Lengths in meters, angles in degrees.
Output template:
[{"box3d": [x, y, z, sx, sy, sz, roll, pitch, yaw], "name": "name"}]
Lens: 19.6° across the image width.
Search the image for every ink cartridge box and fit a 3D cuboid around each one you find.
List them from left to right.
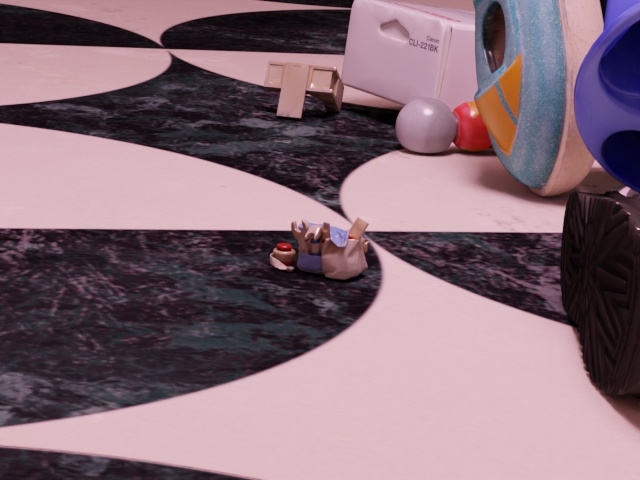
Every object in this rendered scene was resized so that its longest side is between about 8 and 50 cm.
[{"box3d": [0.190, -0.216, 2.262, 0.272, 0.114, 0.197, 2, 14, -36], "name": "ink cartridge box"}]

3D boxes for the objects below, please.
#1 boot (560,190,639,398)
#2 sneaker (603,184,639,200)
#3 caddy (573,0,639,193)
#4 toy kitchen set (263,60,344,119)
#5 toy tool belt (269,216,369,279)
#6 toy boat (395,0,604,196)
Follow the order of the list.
[{"box3d": [0.326, 0.029, 1.380, 0.260, 0.131, 0.348, 4, 14, 0], "name": "boot"}, {"box3d": [0.290, -0.018, 1.710, 0.077, 0.072, 0.178, -4, 4, 15], "name": "sneaker"}, {"box3d": [0.373, -0.138, 1.476, 0.341, 0.241, 0.179, -2, 47, 9], "name": "caddy"}, {"box3d": [-0.022, -0.169, 2.228, 0.083, 0.068, 0.075, 7, -13, 11], "name": "toy kitchen set"}, {"box3d": [0.000, 0.000, 1.551, 0.083, 0.051, 0.052, 9, 15, 19], "name": "toy tool belt"}, {"box3d": [0.190, -0.158, 1.959, 0.148, 0.268, 0.318, -1, -15, -16], "name": "toy boat"}]
